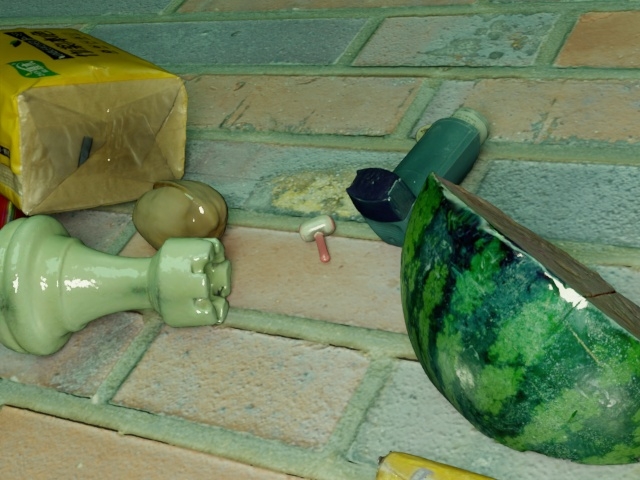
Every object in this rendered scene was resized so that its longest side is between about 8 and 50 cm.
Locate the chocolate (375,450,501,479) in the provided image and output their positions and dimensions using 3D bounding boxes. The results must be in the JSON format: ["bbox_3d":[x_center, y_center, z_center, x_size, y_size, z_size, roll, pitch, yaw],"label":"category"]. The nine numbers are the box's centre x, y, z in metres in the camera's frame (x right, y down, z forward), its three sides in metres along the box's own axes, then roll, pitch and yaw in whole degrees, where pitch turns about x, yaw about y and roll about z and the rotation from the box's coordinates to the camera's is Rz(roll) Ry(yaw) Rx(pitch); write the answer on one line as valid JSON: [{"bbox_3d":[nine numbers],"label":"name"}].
[{"bbox_3d":[0.161,0.265,1.038,0.219,0.086,0.086,6,46,28],"label":"chocolate"}]

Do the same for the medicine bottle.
[{"bbox_3d":[0.142,-0.096,1.440,0.079,0.124,0.258,14,48,38],"label":"medicine bottle"}]

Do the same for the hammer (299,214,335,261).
[{"bbox_3d":[0.000,0.000,1.471,0.052,0.031,0.083,-22,44,6],"label":"hammer"}]

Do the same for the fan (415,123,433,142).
[{"bbox_3d":[0.177,-0.166,1.600,0.080,0.003,0.060,-35,40,-14],"label":"fan"}]

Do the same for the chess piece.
[{"bbox_3d":[-0.280,0.059,1.430,0.298,0.195,0.195,-1,42,12],"label":"chess piece"}]

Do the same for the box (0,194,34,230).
[{"bbox_3d":[-0.618,0.042,1.677,0.313,0.089,0.197,-20,35,4],"label":"box"}]

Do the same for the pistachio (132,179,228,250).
[{"bbox_3d":[-0.205,-0.036,1.538,0.184,0.124,0.124,16,52,42],"label":"pistachio"}]

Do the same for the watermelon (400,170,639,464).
[{"bbox_3d":[0.221,0.123,1.128,0.222,0.319,0.292,-53,26,18],"label":"watermelon"}]

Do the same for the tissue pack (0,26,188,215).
[{"bbox_3d":[-0.438,-0.210,1.723,0.293,0.228,0.382,-11,28,-36],"label":"tissue pack"}]
